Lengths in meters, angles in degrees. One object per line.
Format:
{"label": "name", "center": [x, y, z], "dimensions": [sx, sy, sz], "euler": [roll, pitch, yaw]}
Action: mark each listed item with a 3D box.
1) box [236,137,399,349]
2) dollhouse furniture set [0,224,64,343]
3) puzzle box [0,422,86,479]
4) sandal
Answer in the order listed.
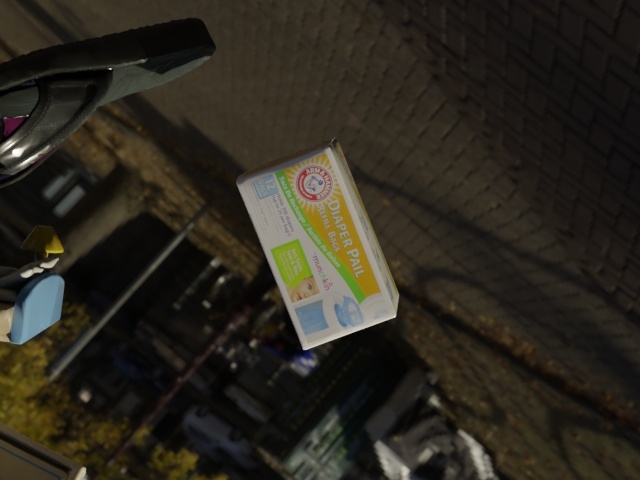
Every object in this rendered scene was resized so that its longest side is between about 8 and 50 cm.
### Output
{"label": "box", "center": [0.000, 0.000, 1.258], "dimensions": [0.103, 0.114, 0.203], "euler": [-60, -52, -79]}
{"label": "dollhouse furniture set", "center": [-0.403, -0.020, 1.051], "dimensions": [0.286, 0.198, 0.303], "euler": [8, -175, 3]}
{"label": "puzzle box", "center": [-0.482, 0.258, 1.150], "dimensions": [0.409, 0.272, 0.052], "euler": [27, 160, -2]}
{"label": "sandal", "center": [-0.294, -0.135, 1.219], "dimensions": [0.167, 0.446, 0.107], "euler": [-26, 88, 59]}
